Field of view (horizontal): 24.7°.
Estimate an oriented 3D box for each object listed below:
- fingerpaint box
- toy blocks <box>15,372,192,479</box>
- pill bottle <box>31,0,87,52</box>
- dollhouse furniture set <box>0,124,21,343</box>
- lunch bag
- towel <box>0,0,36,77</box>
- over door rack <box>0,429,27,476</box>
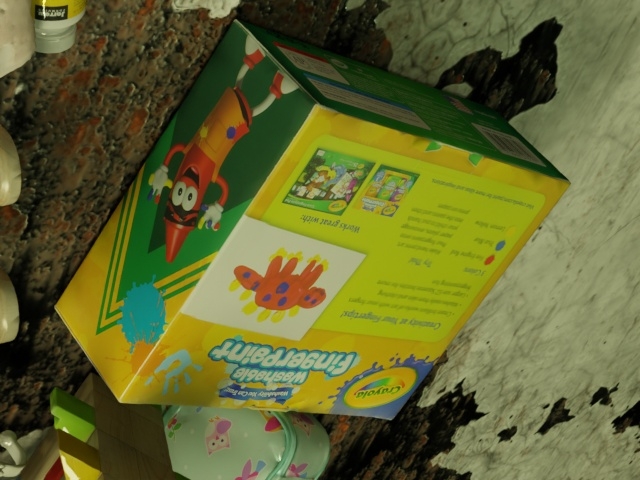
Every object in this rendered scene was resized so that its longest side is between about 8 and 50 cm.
[{"bbox_3d":[0.000,0.000,1.574,0.445,0.163,0.371,10,121,-48],"label":"fingerpaint box"},{"bbox_3d":[-0.264,0.317,1.521,0.191,0.381,0.261,32,100,-20],"label":"toy blocks"},{"bbox_3d":[-0.224,-0.215,1.207,0.065,0.065,0.116,-19,140,-28],"label":"pill bottle"},{"bbox_3d":[-0.409,0.115,1.155,0.362,0.256,0.394,-14,122,-33],"label":"dollhouse furniture set"},{"bbox_3d":[-0.142,0.272,1.699,0.279,0.224,0.108,-54,149,9],"label":"lunch bag"},{"bbox_3d":[-0.338,-0.216,1.012,0.317,0.053,0.332,-35,141,-37],"label":"towel"},{"bbox_3d":[-0.490,0.241,1.447,0.324,0.108,0.239,23,112,-37],"label":"over door rack"}]
